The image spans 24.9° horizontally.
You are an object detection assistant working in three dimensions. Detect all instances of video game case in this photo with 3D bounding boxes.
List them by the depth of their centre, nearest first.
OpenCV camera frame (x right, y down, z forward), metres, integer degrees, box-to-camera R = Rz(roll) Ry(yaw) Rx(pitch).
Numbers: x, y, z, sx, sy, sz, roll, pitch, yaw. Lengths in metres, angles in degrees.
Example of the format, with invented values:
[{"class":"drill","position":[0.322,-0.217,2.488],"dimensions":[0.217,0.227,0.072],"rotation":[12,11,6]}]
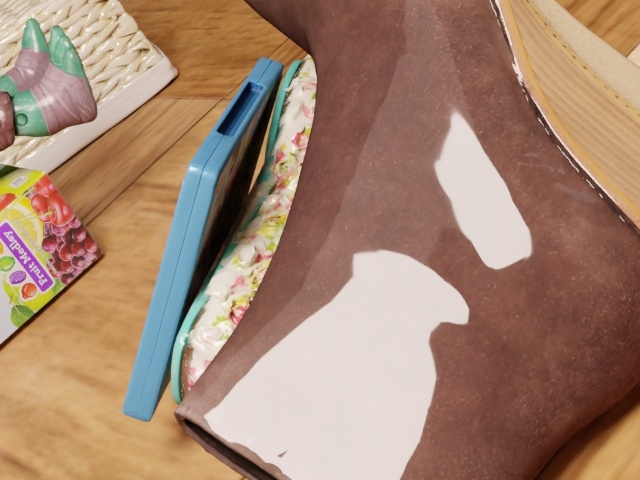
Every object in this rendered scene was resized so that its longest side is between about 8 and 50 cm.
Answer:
[{"class":"video game case","position":[-0.051,-0.007,0.664],"dimensions":[0.166,0.015,0.119],"rotation":[-70,-2,-67]}]

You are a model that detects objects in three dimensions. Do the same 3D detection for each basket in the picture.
[{"class":"basket","position":[-0.208,-0.123,1.062],"dimensions":[0.167,0.103,0.113],"rotation":[-36,27,-6]}]

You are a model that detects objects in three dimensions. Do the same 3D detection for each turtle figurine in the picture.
[{"class":"turtle figurine","position":[-0.252,-0.056,0.827],"dimensions":[0.234,0.118,0.175],"rotation":[-24,39,-19]}]

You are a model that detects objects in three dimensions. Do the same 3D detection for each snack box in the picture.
[{"class":"snack box","position":[-0.258,0.039,0.881],"dimensions":[0.207,0.070,0.174],"rotation":[-42,27,-20]}]

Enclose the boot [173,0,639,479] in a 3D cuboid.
[{"class":"boot","position":[0.012,-0.016,0.532],"dimensions":[0.248,0.090,0.207],"rotation":[34,68,20]}]

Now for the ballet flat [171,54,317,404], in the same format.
[{"class":"ballet flat","position":[0.000,0.000,0.663],"dimensions":[0.077,0.091,0.241],"rotation":[7,43,10]}]
